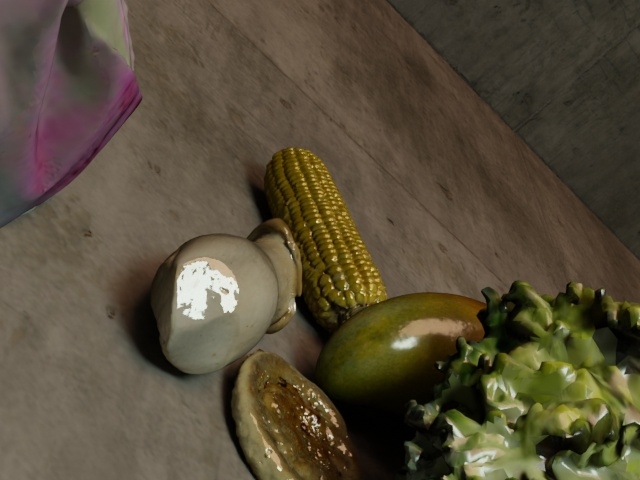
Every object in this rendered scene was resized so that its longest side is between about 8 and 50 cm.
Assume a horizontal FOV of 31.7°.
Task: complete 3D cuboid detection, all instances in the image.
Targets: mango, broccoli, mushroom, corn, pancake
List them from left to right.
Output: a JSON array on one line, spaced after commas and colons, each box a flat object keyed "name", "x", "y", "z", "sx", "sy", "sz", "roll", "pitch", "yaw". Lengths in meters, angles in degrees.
[{"name": "mushroom", "x": -0.068, "y": 0.039, "z": 0.860, "sx": 0.097, "sy": 0.088, "sz": 0.212, "roll": 61, "pitch": 15, "yaw": 4}, {"name": "pancake", "x": -0.017, "y": 0.147, "z": 0.860, "sx": 0.151, "sy": 0.025, "sz": 0.152, "roll": 41, "pitch": 23, "yaw": -21}, {"name": "corn", "x": 0.000, "y": 0.000, "z": 1.090, "sx": 0.080, "sy": 0.080, "sz": 0.238, "roll": 30, "pitch": 25, "yaw": -43}, {"name": "mango", "x": 0.122, "y": 0.121, "z": 1.015, "sx": 0.289, "sy": 0.146, "sz": 0.129, "roll": 32, "pitch": 34, "yaw": -46}, {"name": "broccoli", "x": 0.195, "y": 0.199, "z": 0.866, "sx": 0.324, "sy": 0.272, "sz": 0.334, "roll": -98, "pitch": 168, "yaw": -72}]

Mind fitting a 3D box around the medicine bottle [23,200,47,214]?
[{"name": "medicine bottle", "x": -0.203, "y": -0.051, "z": 0.796, "sx": 0.047, "sy": 0.047, "sz": 0.083, "roll": 44, "pitch": 20, "yaw": -13}]

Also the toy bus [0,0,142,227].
[{"name": "toy bus", "x": -0.155, "y": -0.133, "z": 0.287, "sx": 0.386, "sy": 0.162, "sz": 0.171, "roll": 83, "pitch": -19, "yaw": -58}]
